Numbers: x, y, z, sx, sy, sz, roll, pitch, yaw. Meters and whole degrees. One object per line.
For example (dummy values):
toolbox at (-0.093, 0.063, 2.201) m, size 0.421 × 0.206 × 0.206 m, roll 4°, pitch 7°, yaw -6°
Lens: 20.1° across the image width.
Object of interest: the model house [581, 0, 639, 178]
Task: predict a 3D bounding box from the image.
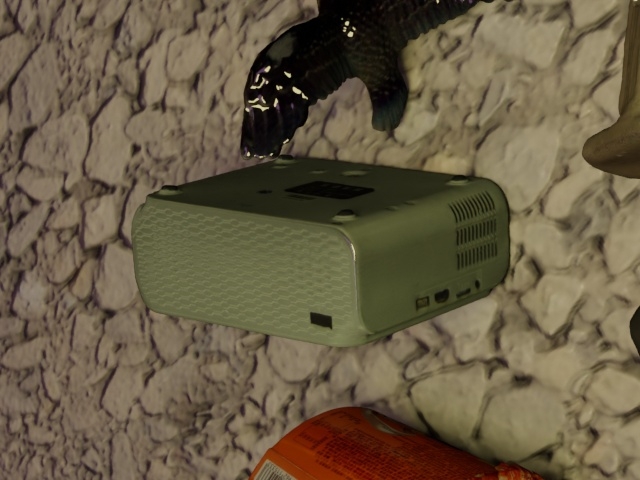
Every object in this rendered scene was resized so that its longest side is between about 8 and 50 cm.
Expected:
model house at (0.287, -0.127, 1.234) m, size 0.229 × 0.122 × 0.188 m, roll 6°, pitch 93°, yaw 29°

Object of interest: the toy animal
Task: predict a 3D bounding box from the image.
toy animal at (0.012, -0.178, 1.463) m, size 0.197 × 0.272 × 0.160 m, roll 52°, pitch 168°, yaw 15°

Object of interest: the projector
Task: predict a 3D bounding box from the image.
projector at (0.000, 0.000, 1.488) m, size 0.250 × 0.198 × 0.108 m, roll 8°, pitch 107°, yaw 42°

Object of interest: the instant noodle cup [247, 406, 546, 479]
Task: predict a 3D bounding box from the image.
instant noodle cup at (0.057, 0.261, 1.488) m, size 0.192 × 0.250 × 0.250 m, roll 30°, pitch 121°, yaw 45°

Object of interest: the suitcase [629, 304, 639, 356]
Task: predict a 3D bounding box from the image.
suitcase at (0.371, 0.123, 1.063) m, size 0.188 × 0.339 × 0.345 m, roll -37°, pitch 76°, yaw 48°
